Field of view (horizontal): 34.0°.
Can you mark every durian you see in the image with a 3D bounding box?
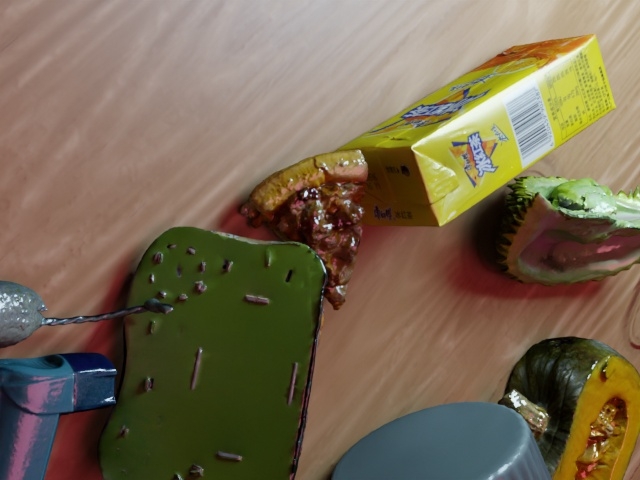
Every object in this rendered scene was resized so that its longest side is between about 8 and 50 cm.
[{"bbox_3d":[0.365,-0.010,1.441,0.355,0.169,0.158,0,93,-36],"label":"durian"}]

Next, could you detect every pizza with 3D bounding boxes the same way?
[{"bbox_3d":[0.002,0.000,1.207,0.154,0.069,0.194,-23,114,-15],"label":"pizza"}]

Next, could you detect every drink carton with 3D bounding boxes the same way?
[{"bbox_3d":[0.197,-0.139,1.306,0.351,0.154,0.111,-33,111,-31],"label":"drink carton"}]

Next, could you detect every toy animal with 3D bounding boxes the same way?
[{"bbox_3d":[-0.275,0.073,1.011,0.252,0.079,0.070,4,114,-37],"label":"toy animal"}]

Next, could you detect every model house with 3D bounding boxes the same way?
[{"bbox_3d":[-0.107,0.148,1.136,0.207,0.154,0.294,9,78,5],"label":"model house"}]

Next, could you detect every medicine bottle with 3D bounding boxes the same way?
[{"bbox_3d":[-0.292,0.225,1.015,0.124,0.079,0.258,20,83,-38],"label":"medicine bottle"}]

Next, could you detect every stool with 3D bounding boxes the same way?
[{"bbox_3d":[0.180,0.398,1.274,0.297,0.297,0.330,-28,107,-32],"label":"stool"}]

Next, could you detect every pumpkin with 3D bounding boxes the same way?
[{"bbox_3d":[0.326,0.283,1.468,0.221,0.139,0.317,35,76,-38],"label":"pumpkin"}]
